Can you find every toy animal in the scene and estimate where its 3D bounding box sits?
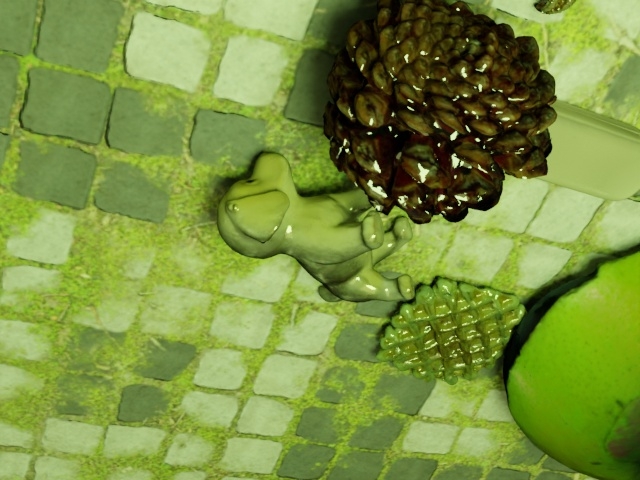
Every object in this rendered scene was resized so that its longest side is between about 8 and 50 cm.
[{"bbox_3d":[0.007,-0.009,0.927,0.168,0.121,0.233,-20,141,28],"label":"toy animal"}]

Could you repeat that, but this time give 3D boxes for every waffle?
[{"bbox_3d":[0.168,0.121,1.101,0.183,0.036,0.169,16,124,-22],"label":"waffle"}]

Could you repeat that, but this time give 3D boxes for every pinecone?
[{"bbox_3d":[0.103,-0.115,0.803,0.221,0.221,0.221,-5,129,-6],"label":"pinecone"}]

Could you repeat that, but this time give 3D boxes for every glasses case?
[{"bbox_3d":[0.272,-0.101,0.933,0.196,0.050,0.083,15,126,-20],"label":"glasses case"}]

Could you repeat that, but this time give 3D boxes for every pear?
[{"bbox_3d":[0.438,0.195,1.103,0.398,0.165,0.399,-8,131,-9],"label":"pear"}]

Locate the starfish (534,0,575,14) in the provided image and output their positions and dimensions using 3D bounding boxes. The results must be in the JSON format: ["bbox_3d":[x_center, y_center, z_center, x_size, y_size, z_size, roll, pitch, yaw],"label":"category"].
[{"bbox_3d":[0.239,-0.264,0.736,0.213,0.057,0.238,-4,170,-24],"label":"starfish"}]
